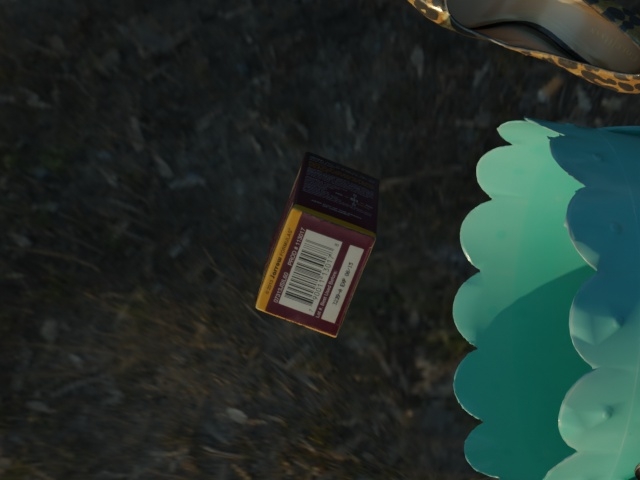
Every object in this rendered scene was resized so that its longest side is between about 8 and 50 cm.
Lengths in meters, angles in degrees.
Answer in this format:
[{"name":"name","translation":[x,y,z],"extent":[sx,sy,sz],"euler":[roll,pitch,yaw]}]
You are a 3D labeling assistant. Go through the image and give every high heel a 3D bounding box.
[{"name":"high heel","translation":[0.176,-0.204,1.414],"extent":[0.261,0.186,0.093],"euler":[19,102,-12]}]

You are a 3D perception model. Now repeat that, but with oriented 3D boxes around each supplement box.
[{"name":"supplement box","translation":[0.000,0.000,1.503],"extent":[0.080,0.188,0.104],"euler":[21,108,-4]}]

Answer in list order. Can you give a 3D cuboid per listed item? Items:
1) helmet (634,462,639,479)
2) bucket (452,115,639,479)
[{"name":"helmet","translation":[0.268,0.172,0.914],"extent":[0.169,0.169,0.161],"euler":[-28,74,-1]},{"name":"bucket","translation":[0.213,0.053,1.119],"extent":[0.183,0.281,0.281],"euler":[2,81,-11]}]
